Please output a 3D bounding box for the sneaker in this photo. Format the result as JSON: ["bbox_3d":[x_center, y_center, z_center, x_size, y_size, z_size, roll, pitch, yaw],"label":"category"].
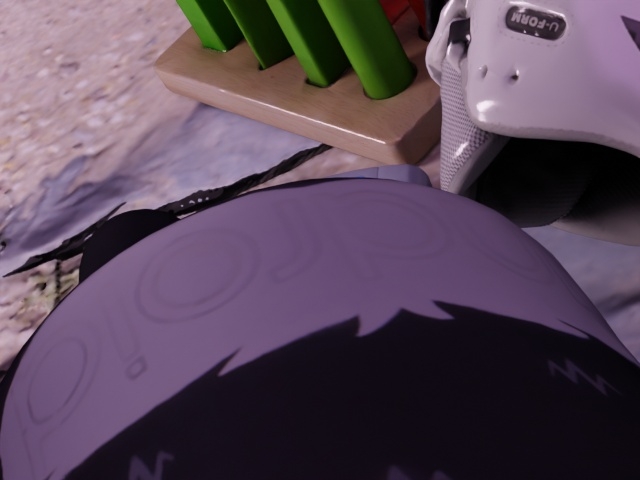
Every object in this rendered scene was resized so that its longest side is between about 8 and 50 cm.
[{"bbox_3d":[0.074,-0.085,0.542,0.146,0.122,0.330,-39,52,3],"label":"sneaker"}]

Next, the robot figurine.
[{"bbox_3d":[0.016,0.099,0.371,0.209,0.173,0.278,-40,37,7],"label":"robot figurine"}]

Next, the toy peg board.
[{"bbox_3d":[0.018,-0.127,0.695,0.161,0.079,0.161,-47,40,-19],"label":"toy peg board"}]

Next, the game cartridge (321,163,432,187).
[{"bbox_3d":[0.000,0.000,0.617,0.083,0.017,0.056,-16,36,19],"label":"game cartridge"}]
